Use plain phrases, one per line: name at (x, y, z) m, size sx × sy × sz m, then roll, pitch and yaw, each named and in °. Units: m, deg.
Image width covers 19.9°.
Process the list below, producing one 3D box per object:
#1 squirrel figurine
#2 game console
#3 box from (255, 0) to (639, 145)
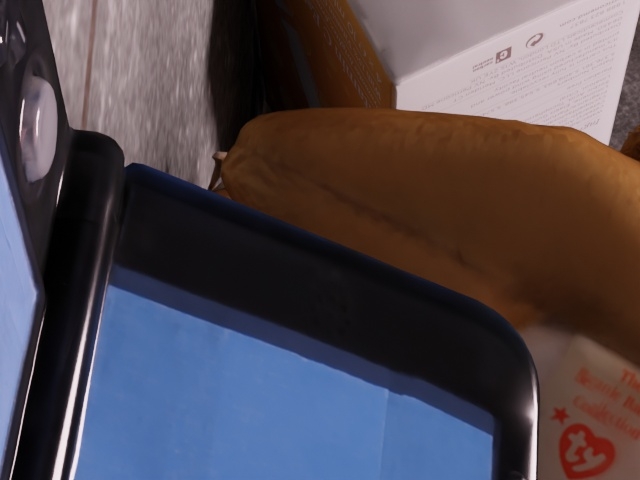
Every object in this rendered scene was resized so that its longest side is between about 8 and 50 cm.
squirrel figurine at (0.102, 0.055, 0.863) m, size 0.370 × 0.397 × 0.281 m, roll -143°, pitch -134°, yaw -79°
game console at (-0.026, 0.074, 0.427) m, size 0.250 × 0.173 × 0.293 m, roll 89°, pitch 5°, yaw -56°
box at (0.072, -0.130, 1.203) m, size 0.215 × 0.168 × 0.345 m, roll 61°, pitch -10°, yaw 24°
